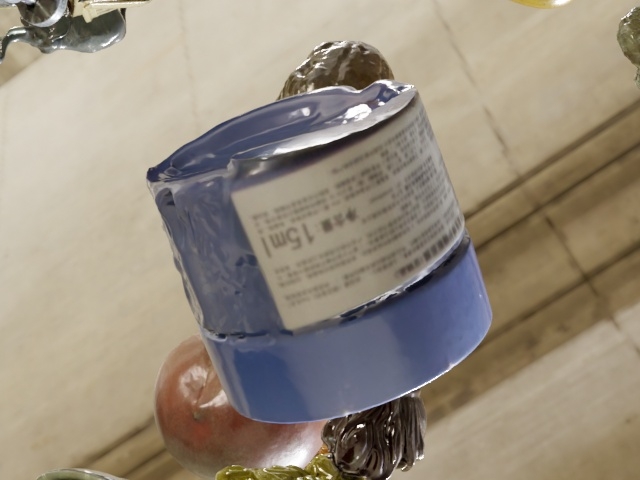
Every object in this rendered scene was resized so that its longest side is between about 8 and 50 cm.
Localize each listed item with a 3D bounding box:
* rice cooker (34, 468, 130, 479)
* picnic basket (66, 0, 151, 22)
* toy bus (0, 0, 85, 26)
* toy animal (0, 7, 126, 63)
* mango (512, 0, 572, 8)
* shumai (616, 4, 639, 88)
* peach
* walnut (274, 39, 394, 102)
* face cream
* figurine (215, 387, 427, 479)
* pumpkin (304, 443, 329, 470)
[{"bbox_3d":[-0.188,0.341,1.211,0.264,0.317,0.316,92,162,-46],"label":"rice cooker"},{"bbox_3d":[-0.341,-0.481,2.183,0.313,0.175,0.228,106,143,-83],"label":"picnic basket"},{"bbox_3d":[-0.230,-0.323,1.508,0.144,0.330,0.152,15,-109,-67],"label":"toy bus"},{"bbox_3d":[-0.438,-0.372,2.421,0.269,0.082,0.137,-14,-100,-35],"label":"toy animal"},{"bbox_3d":[0.278,-0.366,1.940,0.163,0.089,0.111,14,-133,-6],"label":"mango"},{"bbox_3d":[0.394,-0.214,1.701,0.124,0.087,0.099,20,-133,-7],"label":"shumai"},{"bbox_3d":[-0.115,0.240,2.063,0.252,0.252,0.252,52,-166,-19],"label":"peach"},{"bbox_3d":[0.025,-0.197,2.069,0.178,0.178,0.230,50,-140,-26],"label":"walnut"},{"bbox_3d":[0.000,0.000,1.234,0.249,0.249,0.225,-78,-28,-71],"label":"face cream"},{"bbox_3d":[0.007,0.257,1.544,0.315,0.187,0.168,-36,-64,-44],"label":"figurine"},{"bbox_3d":[0.019,0.397,2.291,0.190,0.139,0.280,98,148,-80],"label":"pumpkin"}]
